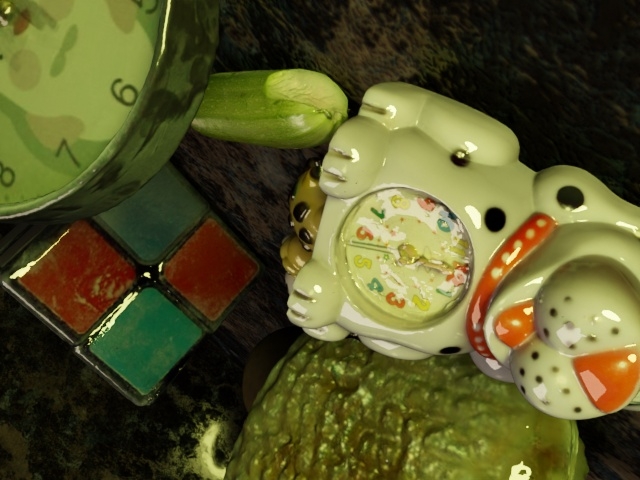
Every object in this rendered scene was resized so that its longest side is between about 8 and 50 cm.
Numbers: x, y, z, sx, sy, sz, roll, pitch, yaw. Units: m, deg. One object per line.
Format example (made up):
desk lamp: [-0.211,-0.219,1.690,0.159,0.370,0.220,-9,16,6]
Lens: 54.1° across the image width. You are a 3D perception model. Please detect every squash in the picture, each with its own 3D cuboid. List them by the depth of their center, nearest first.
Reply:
squash: [-0.059,-0.121,0.572,0.238,0.069,0.069,18,149,50]

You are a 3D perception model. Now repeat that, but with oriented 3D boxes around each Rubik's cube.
Rubik's cube: [-0.343,0.042,1.094,0.313,0.318,0.316,50,160,-24]

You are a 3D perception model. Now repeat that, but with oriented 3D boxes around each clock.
clock: [0.125,0.024,0.393,0.253,0.189,0.189,27,156,24]
clock: [-0.230,-0.168,0.458,0.318,0.319,0.066,39,-165,11]

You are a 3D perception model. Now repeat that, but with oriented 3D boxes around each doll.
doll: [-0.001,0.000,0.689,0.291,0.086,0.117,103,158,-70]

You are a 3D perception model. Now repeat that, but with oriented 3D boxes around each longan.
longan: [-0.045,0.254,1.126,0.196,0.196,0.220,43,-157,0]

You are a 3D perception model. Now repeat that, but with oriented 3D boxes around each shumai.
shumai: [0.115,0.249,0.618,0.323,0.398,0.324,35,172,-38]
